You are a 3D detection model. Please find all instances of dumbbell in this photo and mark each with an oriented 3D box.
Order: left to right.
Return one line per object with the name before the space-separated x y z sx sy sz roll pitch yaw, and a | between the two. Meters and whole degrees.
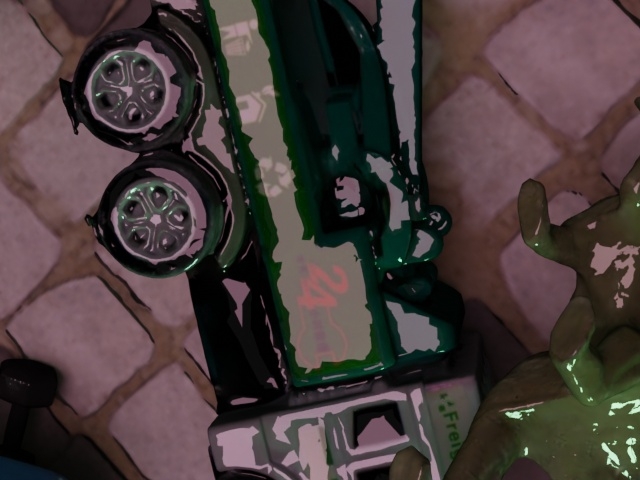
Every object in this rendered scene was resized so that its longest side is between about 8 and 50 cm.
dumbbell | -0.188 0.115 0.850 0.036 0.040 0.083 27 107 42

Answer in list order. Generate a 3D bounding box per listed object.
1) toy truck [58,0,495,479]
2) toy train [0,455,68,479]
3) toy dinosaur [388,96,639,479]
toy truck | -0.007 0.003 0.714 0.177 0.176 0.364 -9 96 10
toy train | -0.247 0.264 0.762 0.188 0.265 0.300 16 117 11
toy dinosaur | 0.138 0.046 0.651 0.077 0.162 0.294 21 82 44
